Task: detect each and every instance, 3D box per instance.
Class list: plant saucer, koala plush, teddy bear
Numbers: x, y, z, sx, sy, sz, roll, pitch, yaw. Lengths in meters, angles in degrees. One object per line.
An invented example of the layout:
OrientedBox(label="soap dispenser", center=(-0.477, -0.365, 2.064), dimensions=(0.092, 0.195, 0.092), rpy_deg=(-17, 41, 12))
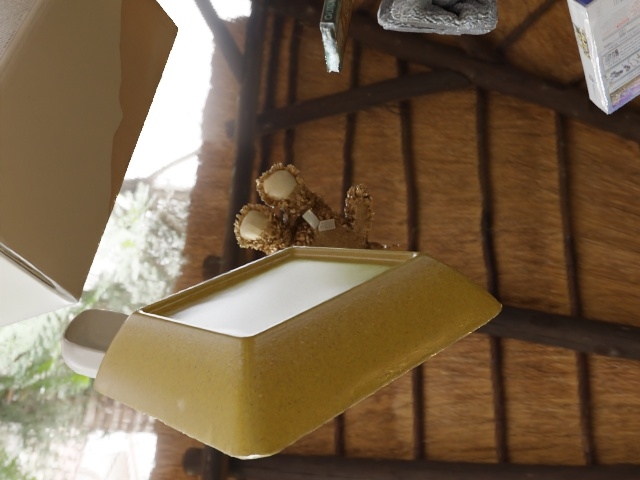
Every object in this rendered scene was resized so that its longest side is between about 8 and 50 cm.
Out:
OrientedBox(label="plant saucer", center=(-0.040, 0.081, 0.754), dimensions=(0.332, 0.333, 0.081), rpy_deg=(1, -71, 51))
OrientedBox(label="koala plush", center=(0.219, -0.479, 1.237), dimensions=(0.196, 0.203, 0.221), rpy_deg=(-122, -144, -77))
OrientedBox(label="teddy bear", center=(0.000, 0.000, 1.334), dimensions=(0.113, 0.338, 0.245), rpy_deg=(177, -73, -68))

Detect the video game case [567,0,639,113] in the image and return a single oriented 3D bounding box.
OrientedBox(label="video game case", center=(0.540, -0.370, 1.135), dimensions=(0.269, 0.244, 0.061), rpy_deg=(-34, -134, 5))

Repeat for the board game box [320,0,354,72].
OrientedBox(label="board game box", center=(0.032, -0.414, 1.276), dimensions=(0.126, 0.026, 0.186), rpy_deg=(75, 22, -61))

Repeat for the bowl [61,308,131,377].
OrientedBox(label="bowl", center=(-0.271, 0.147, 0.957), dimensions=(0.142, 0.142, 0.053), rpy_deg=(-103, -151, -77))

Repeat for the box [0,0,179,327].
OrientedBox(label="box", center=(-0.233, -0.093, 0.561), dimensions=(0.148, 0.121, 0.311), rpy_deg=(-15, -133, 28))
